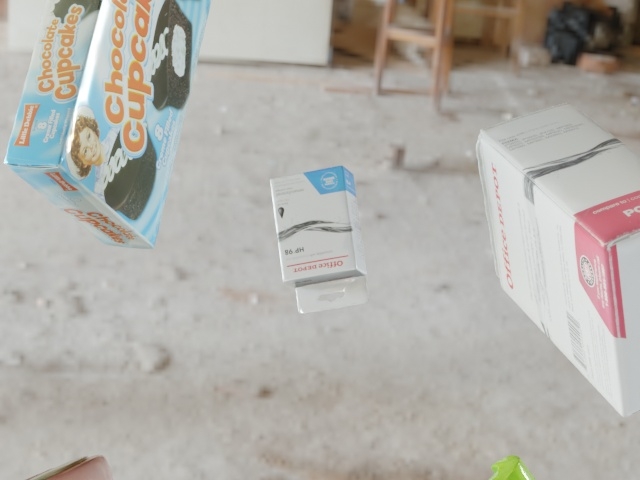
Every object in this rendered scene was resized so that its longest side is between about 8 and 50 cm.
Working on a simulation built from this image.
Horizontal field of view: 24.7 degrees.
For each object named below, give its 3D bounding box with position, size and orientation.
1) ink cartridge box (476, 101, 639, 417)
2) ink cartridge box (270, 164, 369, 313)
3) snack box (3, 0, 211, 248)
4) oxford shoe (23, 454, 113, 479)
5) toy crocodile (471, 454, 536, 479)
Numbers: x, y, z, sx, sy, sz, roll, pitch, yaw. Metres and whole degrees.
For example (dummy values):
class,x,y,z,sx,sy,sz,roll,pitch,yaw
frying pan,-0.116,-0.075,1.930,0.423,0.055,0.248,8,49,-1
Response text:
class,x,y,z,sx,sy,sz,roll,pitch,yaw
ink cartridge box,0.212,0.008,1.137,0.092,0.158,0.218,-20,31,-12
ink cartridge box,0.000,0.000,1.945,0.104,0.180,0.060,-11,-12,12
snack box,-0.174,-0.174,1.300,0.060,0.321,0.187,4,-19,21
oxford shoe,-0.288,0.288,1.020,0.397,0.146,0.140,-28,-3,25
toy crocodile,0.178,0.428,1.929,0.115,0.340,0.105,41,-16,-20
